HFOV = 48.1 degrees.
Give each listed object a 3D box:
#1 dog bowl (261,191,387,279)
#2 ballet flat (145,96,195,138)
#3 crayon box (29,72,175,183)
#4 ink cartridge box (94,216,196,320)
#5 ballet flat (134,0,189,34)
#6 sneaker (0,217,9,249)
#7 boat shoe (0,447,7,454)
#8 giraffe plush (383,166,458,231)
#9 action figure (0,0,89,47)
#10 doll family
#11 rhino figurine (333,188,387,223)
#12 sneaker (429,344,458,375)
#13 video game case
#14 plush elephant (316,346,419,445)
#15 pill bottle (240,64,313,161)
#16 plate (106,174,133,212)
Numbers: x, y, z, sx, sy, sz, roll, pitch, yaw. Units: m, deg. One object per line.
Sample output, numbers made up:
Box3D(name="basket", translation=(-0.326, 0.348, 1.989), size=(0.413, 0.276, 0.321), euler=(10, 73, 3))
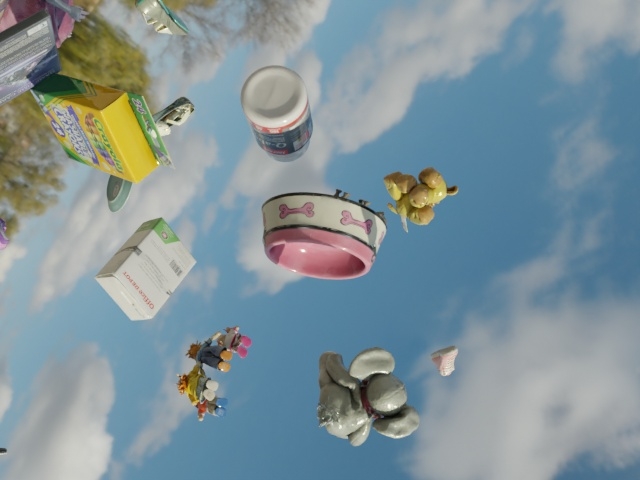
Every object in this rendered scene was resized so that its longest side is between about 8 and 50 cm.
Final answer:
Box3D(name="dog bowl", translation=(0.000, 0.000, 2.277), size=(0.408, 0.408, 0.150), euler=(-18, -124, 52))
Box3D(name="ballet flat", translation=(-0.420, -0.328, 1.969), size=(0.188, 0.070, 0.070), euler=(-46, -159, -22))
Box3D(name="crayon box", translation=(-0.498, -0.253, 1.631), size=(0.323, 0.203, 0.083), euler=(19, -127, 34))
Box3D(name="ink cartridge box", translation=(-0.443, 0.074, 1.830), size=(0.093, 0.160, 0.219), euler=(-10, -146, 39))
Box3D(name="ballet flat", translation=(-0.392, -0.546, 1.754), size=(0.068, 0.072, 0.213), euler=(-35, 168, 5))
Box3D(name="sneaker", translation=(-0.947, -0.052, 2.020), size=(0.095, 0.105, 0.236), euler=(-51, -123, 26))
Box3D(name="boat shoe", translation=(-0.888, 0.544, 1.887), size=(0.046, 0.125, 0.038), euler=(-24, -122, 53))
Box3D(name="giraffe plush", translation=(0.305, -0.140, 2.103), size=(0.171, 0.210, 0.181), euler=(-34, -120, -17))
Box3D(name="action figure", translation=(-0.724, -0.681, 1.867), size=(0.370, 0.276, 0.248), euler=(119, -22, -49))
Box3D(name="doll family", translation=(-0.296, 0.327, 1.855), size=(0.163, 0.118, 0.262), euler=(-1, -117, 53))
Box3D(name="rhino figurine", translation=(0.154, -0.111, 2.831), size=(0.073, 0.243, 0.106), euler=(-142, -105, -76))
Box3D(name="sneaker", translation=(0.350, 0.330, 1.960), size=(0.051, 0.070, 0.134), euler=(-24, 172, -21))
Box3D(name="video game case", translation=(-0.675, -0.393, 1.590), size=(0.196, 0.026, 0.274), euler=(-37, -179, -18))
Box3D(name="plush elephant", translation=(0.131, 0.435, 2.006), size=(0.256, 0.271, 0.330), euler=(-15, 177, 7))
Box3D(name="pill bottle", translation=(-0.132, -0.401, 2.359), size=(0.210, 0.210, 0.363), euler=(-60, 169, -11))
Box3D(name="plate", translation=(-0.643, -0.181, 2.280), size=(0.188, 0.024, 0.188), euler=(-23, -121, 45))
